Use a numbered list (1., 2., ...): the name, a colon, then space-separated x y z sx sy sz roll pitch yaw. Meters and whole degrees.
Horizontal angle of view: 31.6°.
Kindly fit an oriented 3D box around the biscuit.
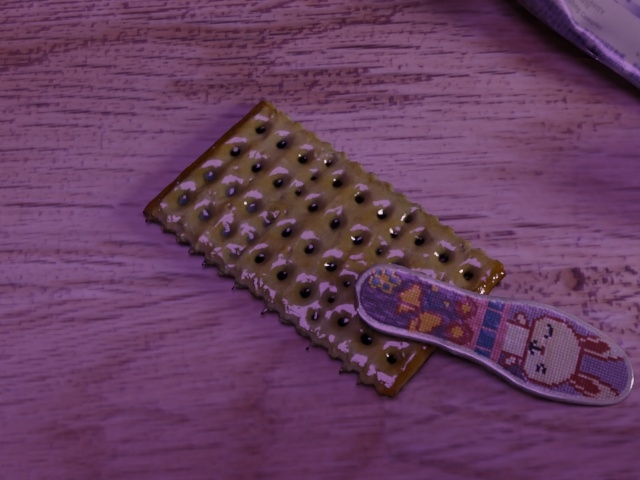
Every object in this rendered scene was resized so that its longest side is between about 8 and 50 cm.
1. biscuit: 0.000 0.000 0.801 0.231 0.016 0.139 37 67 19

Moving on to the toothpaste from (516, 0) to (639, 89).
1. toothpaste: 0.220 -0.187 0.876 0.282 0.068 0.099 35 95 12

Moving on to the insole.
1. insole: 0.115 0.060 0.756 0.197 0.004 0.065 20 64 5
